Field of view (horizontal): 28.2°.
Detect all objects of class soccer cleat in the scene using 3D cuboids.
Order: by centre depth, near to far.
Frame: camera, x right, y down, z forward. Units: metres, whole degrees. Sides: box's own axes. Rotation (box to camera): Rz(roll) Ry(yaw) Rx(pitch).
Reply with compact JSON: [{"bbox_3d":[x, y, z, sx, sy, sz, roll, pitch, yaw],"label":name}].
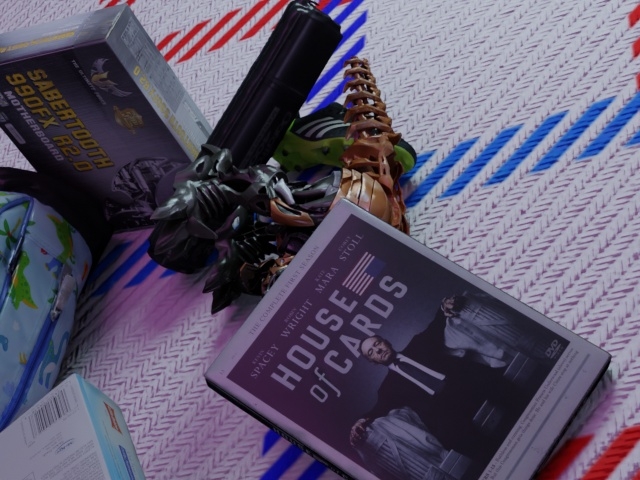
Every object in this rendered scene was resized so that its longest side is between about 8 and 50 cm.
[{"bbox_3d":[0.022,-0.096,1.187,0.179,0.060,0.072,8,55,43],"label":"soccer cleat"}]

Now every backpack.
[{"bbox_3d":[-0.373,0.096,1.160,0.290,0.273,0.355,-1,63,15],"label":"backpack"}]

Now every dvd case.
[{"bbox_3d":[0.061,0.094,0.924,0.239,0.029,0.179,31,72,19],"label":"dvd case"}]

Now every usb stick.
[{"bbox_3d":[-0.069,-0.094,1.174,0.045,0.077,0.278,34,96,27],"label":"usb stick"}]

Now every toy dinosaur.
[{"bbox_3d":[0.000,0.000,1.066,0.218,0.164,0.322,3,44,20],"label":"toy dinosaur"}]

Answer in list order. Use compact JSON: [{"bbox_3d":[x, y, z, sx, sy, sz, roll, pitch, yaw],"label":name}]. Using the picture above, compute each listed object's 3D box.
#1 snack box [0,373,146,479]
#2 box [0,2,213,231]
[{"bbox_3d":[-0.256,0.258,0.884,0.322,0.060,0.187,-39,38,4],"label":"snack box"},{"bbox_3d":[-0.206,-0.108,1.224,0.183,0.231,0.056,-6,46,30],"label":"box"}]
